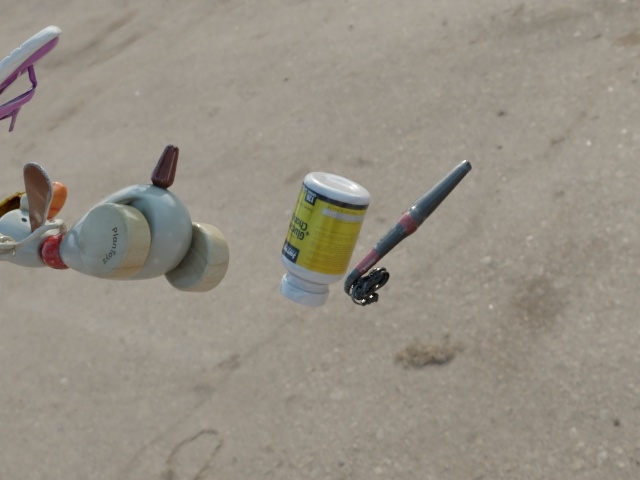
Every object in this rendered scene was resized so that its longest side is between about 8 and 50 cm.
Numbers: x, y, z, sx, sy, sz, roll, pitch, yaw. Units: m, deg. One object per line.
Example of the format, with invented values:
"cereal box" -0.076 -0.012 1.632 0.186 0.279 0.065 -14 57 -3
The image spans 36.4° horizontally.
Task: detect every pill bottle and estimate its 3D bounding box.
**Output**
"pill bottle" 0.000 0.000 1.434 0.103 0.184 0.103 16 17 -5

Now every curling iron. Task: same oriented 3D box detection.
"curling iron" 0.119 -0.016 1.330 0.035 0.068 0.274 28 65 28

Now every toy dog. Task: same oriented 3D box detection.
"toy dog" -0.263 -0.037 1.145 0.334 0.161 0.220 8 -5 17

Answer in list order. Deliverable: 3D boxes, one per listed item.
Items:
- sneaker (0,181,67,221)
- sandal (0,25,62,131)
"sneaker" -0.490 -0.057 1.641 0.175 0.064 0.067 -40 -10 -46
"sandal" -0.612 -0.240 1.812 0.416 0.102 0.169 -39 18 12
